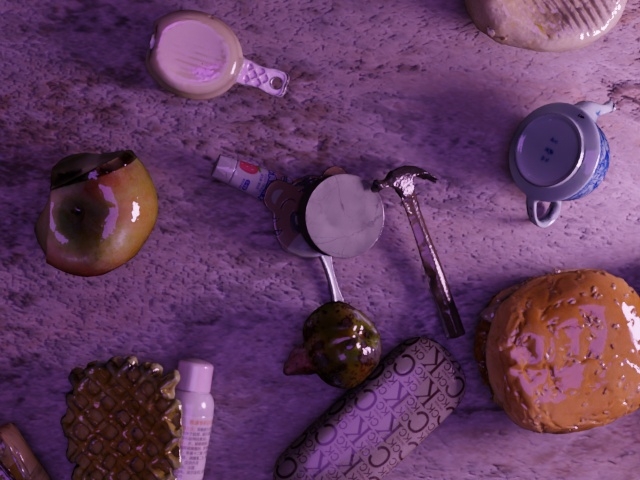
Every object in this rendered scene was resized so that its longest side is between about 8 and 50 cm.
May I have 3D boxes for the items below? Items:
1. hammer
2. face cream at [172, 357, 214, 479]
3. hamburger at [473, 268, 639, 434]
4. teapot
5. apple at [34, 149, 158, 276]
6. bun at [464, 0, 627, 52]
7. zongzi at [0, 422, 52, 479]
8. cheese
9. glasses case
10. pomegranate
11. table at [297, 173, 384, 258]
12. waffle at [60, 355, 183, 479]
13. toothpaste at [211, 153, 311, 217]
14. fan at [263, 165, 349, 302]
[{"bbox_3d":[0.172,0.022,1.829,0.125,0.027,0.297,-22,98,-28],"label":"hammer"},{"bbox_3d":[-0.215,0.318,1.776,0.081,0.082,0.269,10,89,-6],"label":"face cream"},{"bbox_3d":[0.392,0.178,1.813,0.283,0.144,0.260,-19,96,0],"label":"hamburger"},{"bbox_3d":[0.395,-0.128,1.817,0.159,0.159,0.232,25,101,-6],"label":"teapot"},{"bbox_3d":[-0.334,-0.045,1.706,0.173,0.188,0.207,33,94,-1],"label":"apple"},{"bbox_3d":[0.348,-0.419,1.793,0.259,0.160,0.259,-1,107,-3],"label":"bun"},{"bbox_3d":[-0.506,0.402,1.741,0.197,0.099,0.194,-36,94,6],"label":"zongzi"},{"bbox_3d":[-0.160,-0.278,1.782,0.227,0.064,0.137,17,92,-5],"label":"cheese"},{"bbox_3d":[0.078,0.300,1.805,0.354,0.085,0.137,-43,96,-5],"label":"glasses case"},{"bbox_3d":[0.015,0.170,1.776,0.163,0.125,0.138,-24,83,-4],"label":"pomegranate"},{"bbox_3d":[0.032,-0.039,1.800,0.133,0.043,0.134,-1,92,-21],"label":"table"},{"bbox_3d":[-0.305,0.280,1.747,0.223,0.054,0.204,-4,89,23],"label":"waffle"},{"bbox_3d":[-0.078,-0.082,1.808,0.194,0.043,0.067,22,86,-12],"label":"toothpaste"},{"bbox_3d":[0.000,0.000,1.818,0.152,0.008,0.227,-17,98,-19],"label":"fan"}]
